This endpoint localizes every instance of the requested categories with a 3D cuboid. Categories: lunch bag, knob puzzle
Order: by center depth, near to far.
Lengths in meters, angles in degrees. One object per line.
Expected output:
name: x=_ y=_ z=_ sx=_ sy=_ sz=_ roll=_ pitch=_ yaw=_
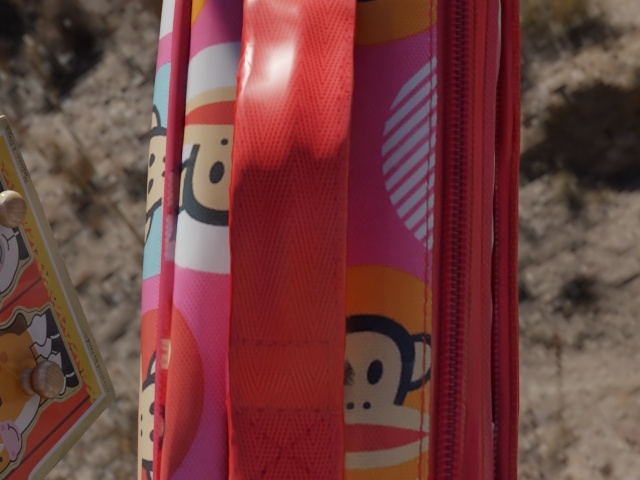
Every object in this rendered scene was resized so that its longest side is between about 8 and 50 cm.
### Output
lunch bag: x=0.000 y=0.000 z=0.547 sx=0.120 sy=0.258 sz=0.293 roll=2 pitch=76 yaw=1
knob puzzle: x=-0.170 y=0.050 z=0.844 sx=0.030 sy=0.213 sz=0.213 roll=-7 pitch=37 yaw=28
